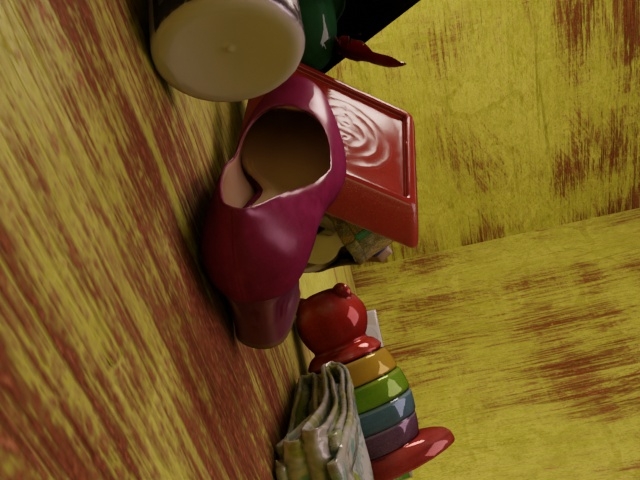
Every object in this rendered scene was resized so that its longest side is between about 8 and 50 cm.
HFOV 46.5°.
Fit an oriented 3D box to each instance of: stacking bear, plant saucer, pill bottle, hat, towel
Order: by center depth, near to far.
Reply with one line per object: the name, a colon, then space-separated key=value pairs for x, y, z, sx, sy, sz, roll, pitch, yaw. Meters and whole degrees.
pill bottle: x=-0.094 y=-0.257 z=0.673 sx=0.130 sy=0.131 sz=0.245 roll=70 pitch=8 yaw=-61
towel: x=0.037 y=0.357 z=0.896 sx=0.320 sy=0.090 sz=0.374 roll=-57 pitch=135 yaw=-83
plant saucer: x=0.027 y=-0.135 z=0.993 sx=0.047 sy=0.259 sz=0.258 roll=-54 pitch=-159 yaw=40
hat: x=-0.002 y=-0.250 z=1.077 sx=0.183 sy=0.173 sz=0.208 roll=63 pitch=-3 yaw=11
stacking bear: x=0.053 y=0.209 z=1.133 sx=0.164 sy=0.175 sz=0.289 roll=-15 pitch=81 yaw=-54

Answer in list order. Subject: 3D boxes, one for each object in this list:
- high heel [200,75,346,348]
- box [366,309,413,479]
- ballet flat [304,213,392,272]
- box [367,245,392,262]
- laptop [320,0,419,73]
high heel: x=-0.037 y=-0.090 z=0.744 sx=0.181 sy=0.127 sz=0.377 roll=88 pitch=2 yaw=-49
box: x=0.081 y=0.306 z=1.417 sx=0.262 sy=0.127 sz=0.231 roll=75 pitch=3 yaw=-47
ballet flat: x=0.000 y=0.000 z=1.135 sx=0.348 sy=0.123 sz=0.123 roll=-19 pitch=-98 yaw=66
box: x=0.015 y=-0.063 z=1.207 sx=0.136 sy=0.036 sz=0.225 roll=0 pitch=-55 yaw=59
laptop: x=-0.003 y=-0.496 z=1.386 sx=0.236 sy=0.408 sz=0.382 roll=-22 pitch=84 yaw=-54
